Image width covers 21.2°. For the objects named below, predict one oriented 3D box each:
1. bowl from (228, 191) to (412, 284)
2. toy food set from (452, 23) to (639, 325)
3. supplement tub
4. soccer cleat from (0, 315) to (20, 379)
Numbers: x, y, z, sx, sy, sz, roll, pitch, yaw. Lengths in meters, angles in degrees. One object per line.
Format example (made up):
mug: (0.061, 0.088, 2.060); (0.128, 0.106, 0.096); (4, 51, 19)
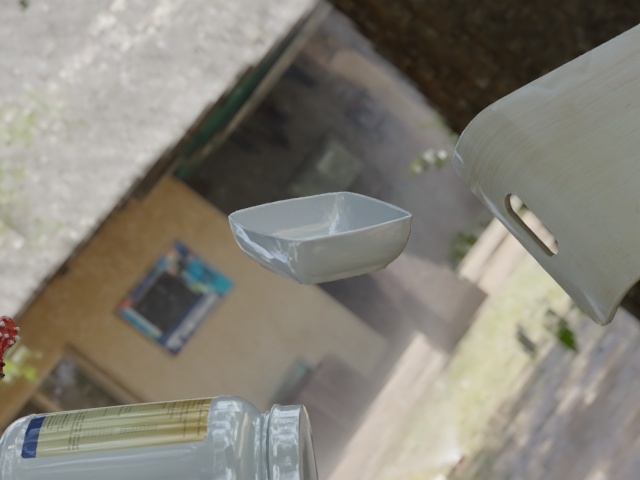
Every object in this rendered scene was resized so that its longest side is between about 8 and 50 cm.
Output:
bowl: (0.000, 0.000, 1.566); (0.142, 0.053, 0.142); (-10, 16, -28)
toy food set: (0.302, -0.072, 1.498); (0.306, 0.220, 0.092); (-29, -34, -15)
supplement tub: (-0.163, 0.281, 1.779); (0.228, 0.316, 0.228); (-6, -90, -85)
soccer cleat: (-0.291, 0.099, 1.513); (0.035, 0.029, 0.083); (-25, 35, 24)
